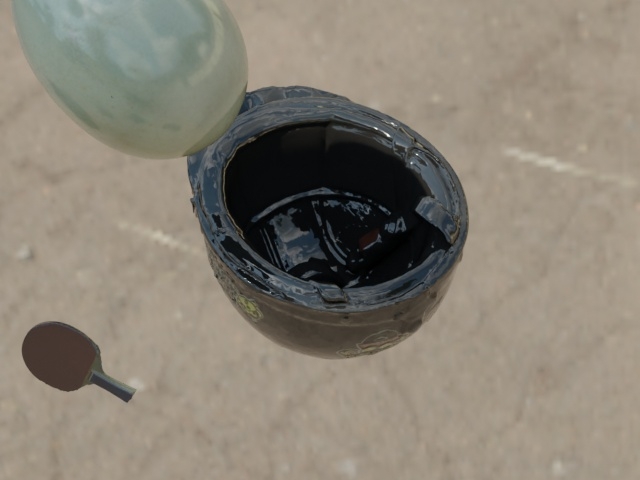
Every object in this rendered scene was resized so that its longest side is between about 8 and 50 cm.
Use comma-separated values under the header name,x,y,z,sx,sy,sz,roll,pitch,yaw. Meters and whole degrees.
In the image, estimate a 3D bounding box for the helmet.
name,x,y,z,sx,sy,sz,roll,pitch,yaw
helmet,0.000,0.000,1.714,0.230,0.160,0.279,-26,52,-24

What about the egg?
name,x,y,z,sx,sy,sz,roll,pitch,yaw
egg,-0.149,-0.156,1.484,0.151,0.209,0.151,-41,13,11

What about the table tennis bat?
name,x,y,z,sx,sy,sz,roll,pitch,yaw
table tennis bat,-0.163,0.085,1.301,0.083,0.050,0.007,30,27,-2
